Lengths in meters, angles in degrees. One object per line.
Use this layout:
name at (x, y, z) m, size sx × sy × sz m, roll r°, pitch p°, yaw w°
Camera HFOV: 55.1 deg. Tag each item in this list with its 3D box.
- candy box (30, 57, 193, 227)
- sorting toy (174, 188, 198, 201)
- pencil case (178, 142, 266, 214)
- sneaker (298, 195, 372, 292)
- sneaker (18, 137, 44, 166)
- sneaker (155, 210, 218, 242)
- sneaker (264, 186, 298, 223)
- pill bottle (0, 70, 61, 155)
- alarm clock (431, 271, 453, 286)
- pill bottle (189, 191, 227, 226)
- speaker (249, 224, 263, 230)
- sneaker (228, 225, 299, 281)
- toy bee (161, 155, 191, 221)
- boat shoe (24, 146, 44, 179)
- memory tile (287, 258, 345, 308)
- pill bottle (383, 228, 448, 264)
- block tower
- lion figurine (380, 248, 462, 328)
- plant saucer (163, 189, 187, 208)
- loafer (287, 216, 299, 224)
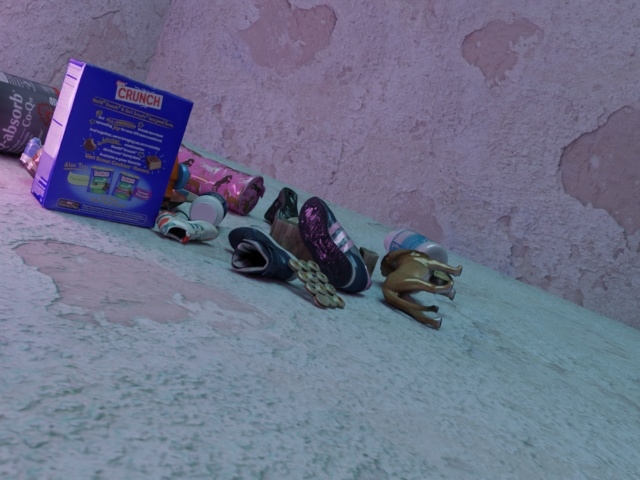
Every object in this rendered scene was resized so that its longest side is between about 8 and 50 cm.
candy box at (-0.466, -0.212, 1.384) m, size 0.268 × 0.317 × 0.122 m, roll 13°, pitch 12°, yaw -44°
sorting toy at (-0.521, -0.180, 1.979) m, size 0.193 × 0.038 × 0.208 m, roll 26°, pitch 10°, yaw 26°
pencil case at (-0.389, -0.221, 2.169) m, size 0.386 × 0.167 × 0.160 m, roll 24°, pitch -26°, yaw 18°
sneaker at (0.038, 0.018, 1.666) m, size 0.131 × 0.112 × 0.319 m, roll 25°, pitch 33°, yaw -45°
sneaker at (-0.694, -0.215, 1.652) m, size 0.080 × 0.081 × 0.211 m, roll 25°, pitch 8°, yaw 34°
sneaker at (-0.313, -0.016, 1.464) m, size 0.161 × 0.057 × 0.075 m, roll 19°, pitch 28°, yaw -37°
sneaker at (-0.139, -0.075, 2.143) m, size 0.087 × 0.130 × 0.227 m, roll 23°, pitch 35°, yaw -20°
pill bottle at (-0.866, -0.342, 1.600) m, size 0.210 × 0.210 × 0.363 m, roll 27°, pitch 11°, yaw 34°
alarm clock at (0.399, 0.127, 2.139) m, size 0.129 × 0.064 × 0.192 m, roll 36°, pitch 23°, yaw 25°
pill bottle at (-0.310, -0.082, 1.693) m, size 0.094 × 0.094 × 0.169 m, roll 20°, pitch 9°, yaw -6°
speaker at (-0.192, -0.010, 1.668) m, size 0.055 × 0.055 × 0.136 m, roll 22°, pitch 9°, yaw 4°
sneaker at (-0.172, 0.018, 1.439) m, size 0.226 × 0.086 × 0.163 m, roll 28°, pitch 8°, yaw 33°
toy bee at (-0.438, -0.157, 1.608) m, size 0.162 × 0.298 × 0.195 m, roll -19°, pitch -41°, yaw 35°
boat shoe at (-0.596, -0.198, 1.562) m, size 0.122 × 0.120 × 0.324 m, roll 42°, pitch 14°, yaw 4°
memory tile at (-0.008, 0.098, 1.404) m, size 0.113 × 0.012 × 0.148 m, roll 9°, pitch 38°, yaw -55°
pill bottle at (0.346, 0.044, 2.306) m, size 0.146 × 0.146 × 0.264 m, roll 16°, pitch 10°, yaw -31°
block tower at (0.001, 0.026, 1.778) m, size 0.336 × 0.097 × 0.091 m, roll 18°, pitch 8°, yaw -10°
lion figurine at (0.250, 0.113, 1.700) m, size 0.240 × 0.142 × 0.392 m, roll 16°, pitch 11°, yaw 16°
plant saucer at (-0.487, -0.134, 1.771) m, size 0.199 × 0.036 × 0.198 m, roll 21°, pitch 12°, yaw -5°
loafer at (0.000, 0.000, 1.904) m, size 0.269 × 0.101 × 0.092 m, roll 17°, pitch 4°, yaw -28°
